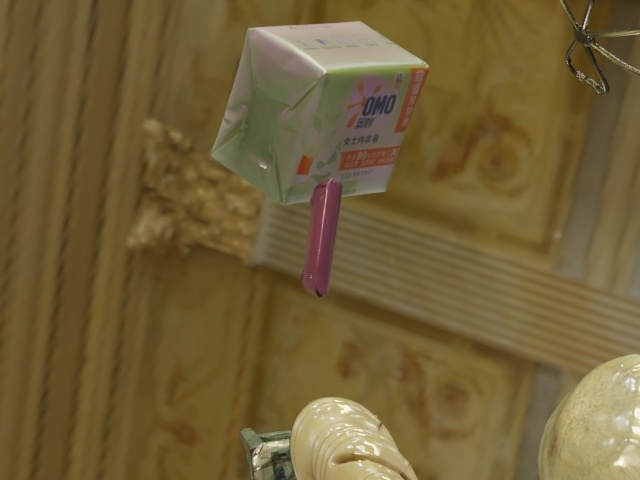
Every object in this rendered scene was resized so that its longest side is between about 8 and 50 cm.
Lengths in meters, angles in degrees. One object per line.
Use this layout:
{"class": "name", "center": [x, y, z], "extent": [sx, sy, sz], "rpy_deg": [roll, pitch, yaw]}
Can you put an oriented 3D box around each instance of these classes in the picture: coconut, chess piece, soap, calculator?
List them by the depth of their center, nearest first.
{"class": "coconut", "center": [0.319, 0.223, 1.719], "extent": [0.224, 0.224, 0.224], "rpy_deg": [-37, -44, -46]}
{"class": "chess piece", "center": [0.048, 0.247, 1.780], "extent": [0.307, 0.124, 0.139], "rpy_deg": [-154, 68, -81]}
{"class": "calculator", "center": [0.000, 0.000, 1.968], "extent": [0.190, 0.034, 0.127], "rpy_deg": [107, 169, -87]}
{"class": "soap", "center": [0.001, -0.155, 2.132], "extent": [0.199, 0.138, 0.182], "rpy_deg": [-9, -55, -45]}

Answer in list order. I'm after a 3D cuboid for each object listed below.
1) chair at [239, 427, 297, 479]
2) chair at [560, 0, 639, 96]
{"class": "chair", "center": [-0.008, 0.290, 2.009], "extent": [0.270, 0.136, 0.147], "rpy_deg": [-148, 52, -82]}
{"class": "chair", "center": [0.414, -0.217, 1.867], "extent": [0.170, 0.325, 0.160], "rpy_deg": [-37, -47, -19]}
